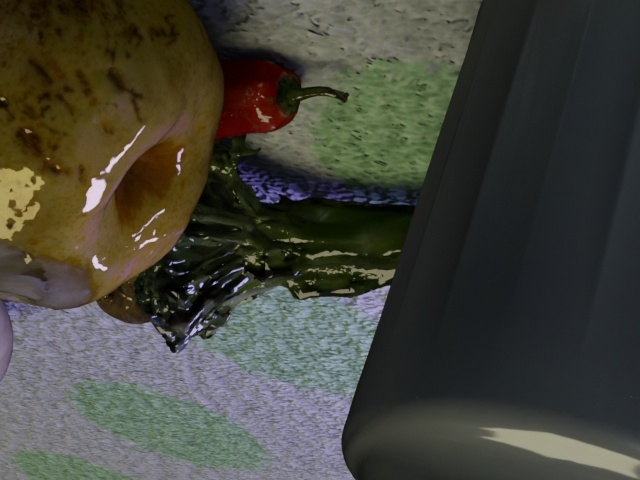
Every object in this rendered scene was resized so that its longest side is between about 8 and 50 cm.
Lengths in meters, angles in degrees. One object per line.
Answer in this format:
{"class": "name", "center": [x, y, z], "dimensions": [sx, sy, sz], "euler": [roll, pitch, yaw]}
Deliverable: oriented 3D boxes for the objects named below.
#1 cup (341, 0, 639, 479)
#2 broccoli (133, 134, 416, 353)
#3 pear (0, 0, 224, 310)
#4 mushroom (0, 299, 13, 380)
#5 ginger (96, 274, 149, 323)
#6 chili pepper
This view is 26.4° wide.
{"class": "cup", "center": [0.140, 0.039, 0.792], "dimensions": [0.237, 0.327, 0.323], "euler": [27, 154, -18]}
{"class": "broccoli", "center": [0.001, 0.007, 1.062], "dimensions": [0.304, 0.145, 0.165], "euler": [-4, 153, 13]}
{"class": "pear", "center": [-0.197, -0.089, 0.872], "dimensions": [0.271, 0.271, 0.271], "euler": [14, 154, 7]}
{"class": "mushroom", "center": [-0.454, 0.109, 1.448], "dimensions": [0.246, 0.202, 0.246], "euler": [14, 164, 4]}
{"class": "ginger", "center": [-0.171, 0.049, 1.320], "dimensions": [0.069, 0.051, 0.173], "euler": [28, 151, -13]}
{"class": "chili pepper", "center": [-0.070, -0.100, 0.962], "dimensions": [0.191, 0.050, 0.059], "euler": [-2, 104, 29]}
